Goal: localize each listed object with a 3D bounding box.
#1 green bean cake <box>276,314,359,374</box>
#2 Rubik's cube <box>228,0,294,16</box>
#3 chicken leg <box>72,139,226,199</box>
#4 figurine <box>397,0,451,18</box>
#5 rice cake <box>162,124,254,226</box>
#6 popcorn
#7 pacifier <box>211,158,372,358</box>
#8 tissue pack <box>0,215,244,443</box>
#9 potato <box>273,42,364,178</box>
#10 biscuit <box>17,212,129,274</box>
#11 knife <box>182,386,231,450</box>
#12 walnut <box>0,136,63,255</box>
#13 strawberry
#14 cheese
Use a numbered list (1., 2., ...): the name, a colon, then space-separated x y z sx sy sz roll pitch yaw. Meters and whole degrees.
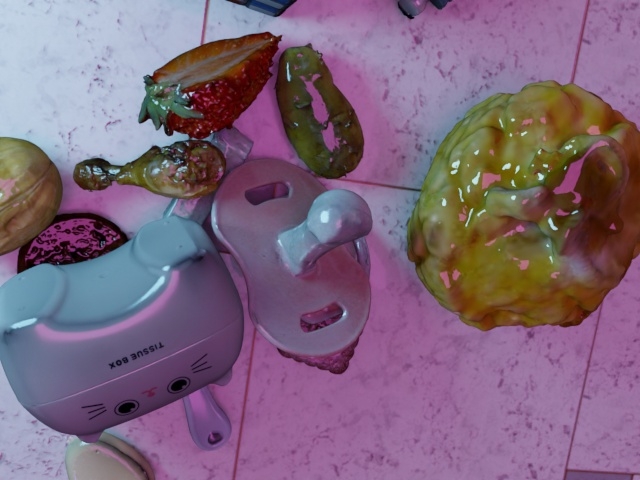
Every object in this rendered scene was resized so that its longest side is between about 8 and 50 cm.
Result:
1. green bean cake: 0.001 0.150 1.268 0.135 0.056 0.136 21 95 -16
2. Rubik's cube: -0.130 -0.500 1.008 0.292 0.287 0.292 18 97 -14
3. chicken leg: -0.262 -0.103 1.120 0.251 0.107 0.087 -1 94 20
4. figurine: 0.226 -0.453 1.183 0.245 0.110 0.138 -38 114 0
5. rice cake: -0.183 -0.091 1.185 0.069 0.063 0.207 30 94 -18
6. popcorn: 0.329 -0.052 1.168 0.344 0.354 0.390 27 138 -34
7. pacifier: -0.028 0.015 1.133 0.220 0.273 0.332 -23 81 -2
8. tissue pack: -0.282 0.131 1.079 0.332 0.229 0.236 -22 118 -13
9. potato: -0.005 -0.204 1.186 0.117 0.090 0.226 -26 105 -6
10. biscuit: -0.389 0.049 1.178 0.191 0.049 0.192 -2 97 -17
11. knife: -0.220 0.200 1.240 0.080 0.044 0.332 -19 102 -15
12. walnut: -0.479 -0.066 1.085 0.197 0.165 0.165 -40 105 -2
13. strawberry: -0.163 -0.242 1.141 0.228 0.174 0.098 -47 138 -34
14. cheese: -0.389 0.347 1.229 0.127 0.054 0.252 -33 103 -3
